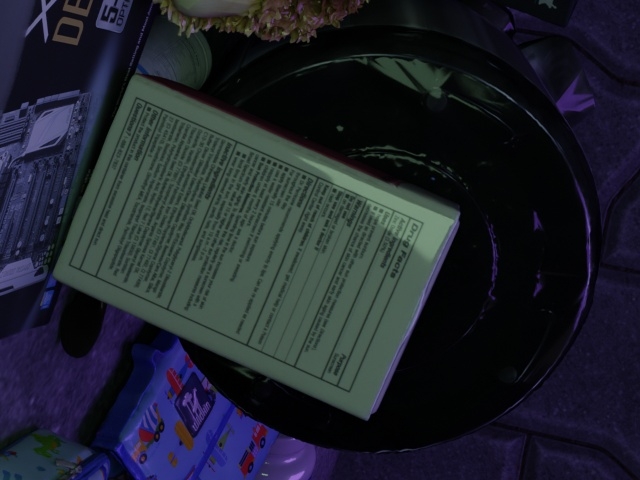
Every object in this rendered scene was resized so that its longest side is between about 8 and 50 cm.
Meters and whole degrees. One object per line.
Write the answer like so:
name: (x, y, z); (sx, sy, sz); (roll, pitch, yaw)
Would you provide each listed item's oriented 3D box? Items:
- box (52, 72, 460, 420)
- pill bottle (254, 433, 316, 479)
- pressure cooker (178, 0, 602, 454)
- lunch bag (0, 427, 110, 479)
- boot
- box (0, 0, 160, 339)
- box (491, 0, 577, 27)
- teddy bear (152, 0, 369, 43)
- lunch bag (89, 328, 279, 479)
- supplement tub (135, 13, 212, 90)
box: (-0.037, -0.001, 0.819); (0.127, 0.232, 0.148); (-36, 150, -82)
pill bottle: (-0.091, 0.366, 1.871); (0.152, 0.152, 0.272); (-52, 161, -54)
pressure cooker: (0.054, -0.052, 1.104); (0.420, 0.370, 0.375); (-87, -165, -70)
lunch bag: (-0.267, 0.280, 1.041); (0.176, 0.090, 0.219); (-24, 137, -78)
boot: (-0.190, 0.043, 1.087); (0.114, 0.037, 0.106); (-49, 161, -71)
box: (-0.194, -0.085, 0.696); (0.242, 0.076, 0.307); (-18, 130, -77)
box: (0.116, -0.394, 0.961); (0.343, 0.312, 0.179); (98, 18, -53)
teddy bear: (0.012, -0.242, 0.812); (0.338, 0.113, 0.245); (-37, 148, -33)
lunch bag: (-0.165, 0.198, 1.342); (0.221, 0.138, 0.293); (-60, 154, -32)
supplement tub: (-0.136, -0.124, 0.915); (0.107, 0.071, 0.071); (-54, 163, -53)
